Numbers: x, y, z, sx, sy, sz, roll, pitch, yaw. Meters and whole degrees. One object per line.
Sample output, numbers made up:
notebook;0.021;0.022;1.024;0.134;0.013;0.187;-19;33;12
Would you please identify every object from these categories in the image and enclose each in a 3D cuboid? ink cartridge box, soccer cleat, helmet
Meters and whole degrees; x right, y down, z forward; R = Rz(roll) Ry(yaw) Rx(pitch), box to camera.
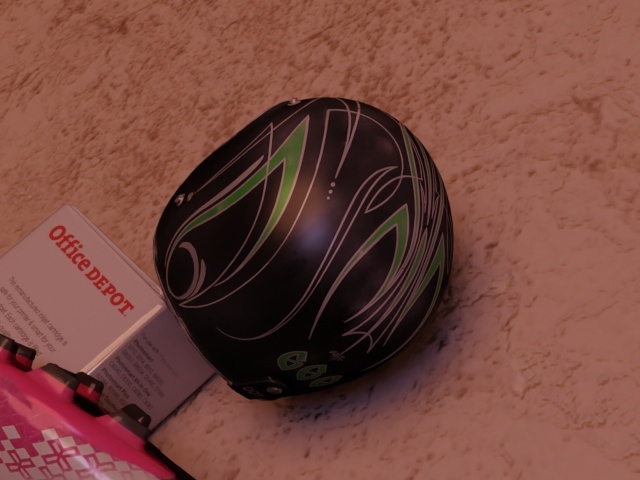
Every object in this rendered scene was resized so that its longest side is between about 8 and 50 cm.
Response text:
ink cartridge box;-0.191;0.093;0.803;0.203;0.086;0.148;-41;45;-11
soccer cleat;-0.115;0.158;0.633;0.331;0.116;0.143;28;82;20
helmet;0.000;0.000;0.731;0.161;0.169;0.169;-36;41;18
